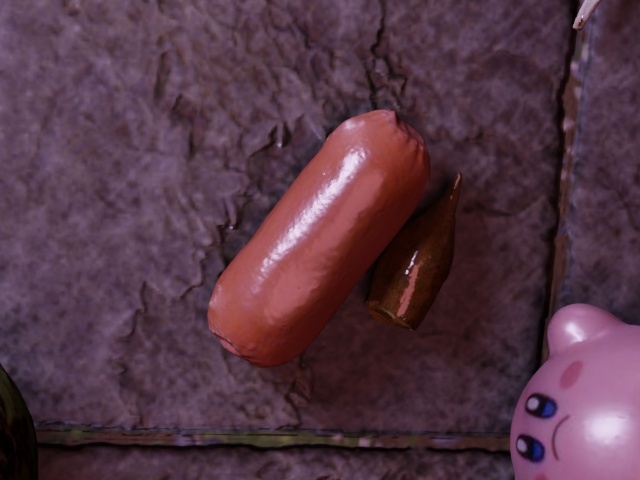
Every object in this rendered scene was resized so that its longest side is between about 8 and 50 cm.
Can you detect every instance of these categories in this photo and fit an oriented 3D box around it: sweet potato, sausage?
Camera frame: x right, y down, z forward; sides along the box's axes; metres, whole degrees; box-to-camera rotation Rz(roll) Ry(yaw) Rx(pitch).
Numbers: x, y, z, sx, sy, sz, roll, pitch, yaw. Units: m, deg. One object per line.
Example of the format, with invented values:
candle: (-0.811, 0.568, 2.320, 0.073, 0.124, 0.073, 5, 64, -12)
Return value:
sweet potato: (0.068, 0.006, 1.051, 0.049, 0.049, 0.117, 24, 95, -13)
sausage: (0.000, 0.000, 1.027, 0.077, 0.077, 0.194, 37, 98, -14)

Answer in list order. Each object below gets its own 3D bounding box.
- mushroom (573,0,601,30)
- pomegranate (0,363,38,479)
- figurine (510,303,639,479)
mushroom: (0.278, -0.252, 1.025, 0.068, 0.043, 0.306, 34, 98, 3)
pomegranate: (-0.314, 0.119, 0.958, 0.242, 0.242, 0.306, -48, 64, 5)
figurine: (0.211, 0.138, 1.043, 0.173, 0.173, 0.173, -2, 104, -8)
